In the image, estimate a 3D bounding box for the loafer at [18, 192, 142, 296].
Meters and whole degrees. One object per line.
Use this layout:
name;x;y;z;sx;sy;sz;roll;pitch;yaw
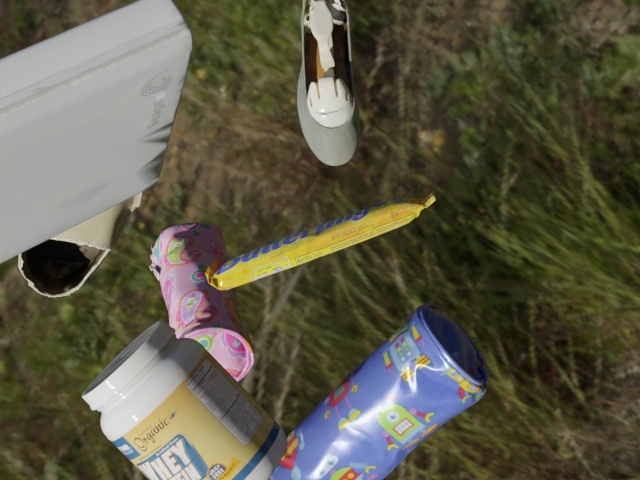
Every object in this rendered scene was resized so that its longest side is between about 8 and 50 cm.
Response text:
loafer;-0.180;-0.042;0.895;0.268;0.101;0.092;112;165;-55

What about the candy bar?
candy bar;0.000;0.000;0.759;0.161;0.018;0.040;-19;9;6

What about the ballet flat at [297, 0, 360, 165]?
ballet flat;0.005;-0.194;1.359;0.072;0.068;0.213;-4;82;4

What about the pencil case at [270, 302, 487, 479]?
pencil case;0.072;0.217;1.419;0.306;0.133;0.119;-47;7;21

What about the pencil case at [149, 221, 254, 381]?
pencil case;-0.176;0.089;1.702;0.124;0.124;0.284;-47;35;18

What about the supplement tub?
supplement tub;-0.150;0.199;1.299;0.144;0.200;0.144;-42;8;7

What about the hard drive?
hard drive;-0.223;-0.020;0.672;0.040;0.307;0.203;56;156;12
